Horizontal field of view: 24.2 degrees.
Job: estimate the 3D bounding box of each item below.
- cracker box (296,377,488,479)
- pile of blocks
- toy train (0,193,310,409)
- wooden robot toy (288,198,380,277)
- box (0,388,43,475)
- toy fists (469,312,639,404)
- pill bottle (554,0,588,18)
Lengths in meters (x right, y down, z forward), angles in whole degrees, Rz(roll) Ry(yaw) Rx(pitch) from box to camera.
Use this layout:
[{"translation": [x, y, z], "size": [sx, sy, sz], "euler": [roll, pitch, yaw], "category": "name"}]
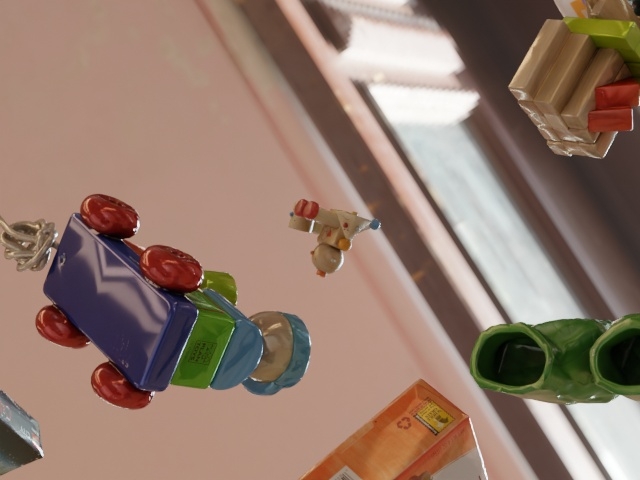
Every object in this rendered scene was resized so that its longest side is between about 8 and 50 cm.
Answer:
[{"translation": [0.072, 0.247, 1.272], "size": [0.155, 0.067, 0.232], "euler": [-38, 138, -17], "category": "cracker box"}, {"translation": [0.341, -0.211, 1.457], "size": [0.112, 0.149, 0.362], "euler": [13, -139, 46], "category": "pile of blocks"}, {"translation": [-0.123, 0.030, 1.043], "size": [0.143, 0.248, 0.105], "euler": [15, 104, -40], "category": "toy train"}, {"translation": [0.000, 0.000, 1.673], "size": [0.076, 0.079, 0.173], "euler": [17, 178, -24], "category": "wooden robot toy"}, {"translation": [-0.385, 0.166, 1.385], "size": [0.159, 0.044, 0.233], "euler": [-24, 140, 7], "category": "box"}, {"translation": [0.295, 0.121, 1.514], "size": [0.279, 0.096, 0.142], "euler": [-6, 163, 43], "category": "toy fists"}, {"translation": [0.401, -0.344, 1.694], "size": [0.272, 0.152, 0.152], "euler": [-26, 176, 34], "category": "pill bottle"}]
